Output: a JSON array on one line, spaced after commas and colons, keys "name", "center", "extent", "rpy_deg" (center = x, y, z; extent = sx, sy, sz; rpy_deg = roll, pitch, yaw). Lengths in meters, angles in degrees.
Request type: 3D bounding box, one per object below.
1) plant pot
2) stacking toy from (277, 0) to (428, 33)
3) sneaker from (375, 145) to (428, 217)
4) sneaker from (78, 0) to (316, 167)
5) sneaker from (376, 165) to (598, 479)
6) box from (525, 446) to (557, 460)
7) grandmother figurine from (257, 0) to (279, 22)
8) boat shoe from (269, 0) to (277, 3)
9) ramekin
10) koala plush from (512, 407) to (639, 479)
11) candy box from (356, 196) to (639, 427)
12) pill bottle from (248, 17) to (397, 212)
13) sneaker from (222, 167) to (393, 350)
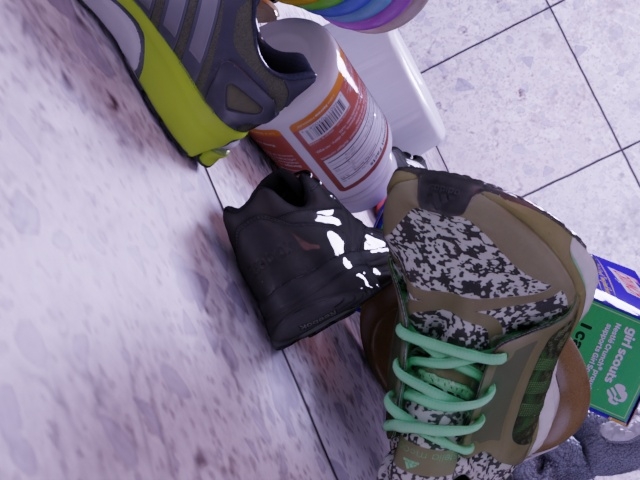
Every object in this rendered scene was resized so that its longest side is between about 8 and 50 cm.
[{"name": "plant pot", "center": [0.134, 0.121, 0.988], "extent": [0.032, 0.236, 0.236], "rpy_deg": [-47, 116, -39]}, {"name": "stacking toy", "center": [-0.005, -0.255, 0.935], "extent": [0.141, 0.141, 0.330], "rpy_deg": [64, 26, 1]}, {"name": "sneaker", "center": [0.145, -0.063, 1.633], "extent": [0.276, 0.098, 0.135], "rpy_deg": [37, 31, -63]}, {"name": "sneaker", "center": [-0.109, -0.200, 0.759], "extent": [0.300, 0.121, 0.111], "rpy_deg": [56, 14, -33]}, {"name": "sneaker", "center": [0.105, 0.113, 0.791], "extent": [0.182, 0.158, 0.410], "rpy_deg": [-61, 154, -30]}, {"name": "box", "center": [0.231, 0.168, 1.375], "extent": [0.148, 0.121, 0.311], "rpy_deg": [61, 19, -4]}, {"name": "grandmother figurine", "center": [-0.081, -0.385, 1.010], "extent": [0.208, 0.104, 0.342], "rpy_deg": [-119, -152, -72]}, {"name": "boat shoe", "center": [-0.087, -0.390, 1.443], "extent": [0.142, 0.049, 0.040], "rpy_deg": [62, 12, -22]}, {"name": "ramekin", "center": [0.094, -0.246, 1.712], "extent": [0.277, 0.135, 0.277], "rpy_deg": [60, 12, -21]}, {"name": "koala plush", "center": [0.394, 0.303, 1.569], "extent": [0.196, 0.221, 0.203], "rpy_deg": [54, 29, -53]}, {"name": "candy box", "center": [0.204, 0.054, 1.178], "extent": [0.317, 0.122, 0.268], "rpy_deg": [21, 13, 4]}, {"name": "pill bottle", "center": [-0.001, -0.115, 1.058], "extent": [0.216, 0.121, 0.121], "rpy_deg": [48, 20, -55]}, {"name": "sneaker", "center": [0.000, 0.000, 0.876], "extent": [0.130, 0.109, 0.286], "rpy_deg": [59, 9, 4]}]
